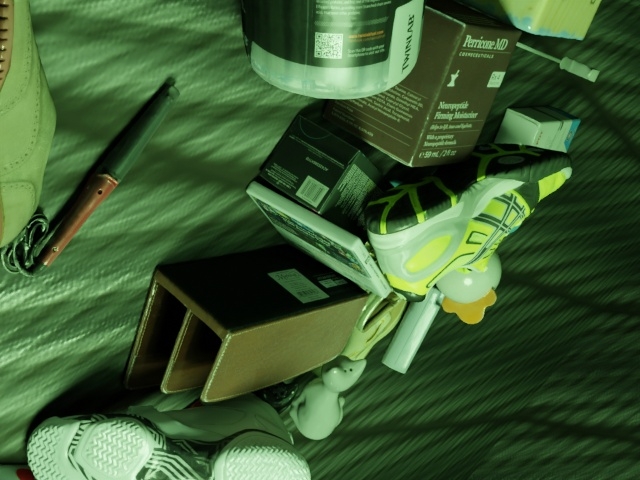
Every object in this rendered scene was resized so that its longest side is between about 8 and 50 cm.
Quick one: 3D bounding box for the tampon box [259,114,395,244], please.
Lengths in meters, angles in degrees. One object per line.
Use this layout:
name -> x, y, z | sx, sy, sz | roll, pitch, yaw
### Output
tampon box -> 0.015, -0.080, 1.246 | 0.101, 0.120, 0.161 | -56, 150, -2

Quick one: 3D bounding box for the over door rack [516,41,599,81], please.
over door rack -> 0.277, -0.227, 1.462 | 0.324, 0.108, 0.240 | 11, 112, -36

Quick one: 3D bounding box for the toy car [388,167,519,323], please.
toy car -> 0.222, 0.024, 1.477 | 0.219, 0.210, 0.238 | 19, 64, -50

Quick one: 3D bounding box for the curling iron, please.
curling iron -> -0.247, -0.068, 0.970 | 0.274, 0.035, 0.068 | -48, 149, -12

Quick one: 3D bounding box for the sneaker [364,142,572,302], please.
sneaker -> 0.222, -0.040, 1.299 | 0.384, 0.145, 0.147 | -24, 116, -29

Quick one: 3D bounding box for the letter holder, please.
letter holder -> -0.107, 0.146, 1.268 | 0.301, 0.152, 0.214 | -10, 129, -51

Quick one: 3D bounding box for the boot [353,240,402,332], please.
boot -> 0.078, 0.024, 1.391 | 0.213, 0.165, 0.077 | -51, 150, -4

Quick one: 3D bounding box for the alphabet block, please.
alphabet block -> 0.308, -0.419, 1.268 | 0.193, 0.192, 0.197 | -13, 131, -52

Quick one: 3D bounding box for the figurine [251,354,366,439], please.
figurine -> -0.037, 0.267, 1.448 | 0.214, 0.092, 0.209 | -15, 151, -30

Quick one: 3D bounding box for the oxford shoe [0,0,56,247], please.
oxford shoe -> -0.299, -0.146, 0.776 | 0.130, 0.123, 0.348 | -51, 161, -58

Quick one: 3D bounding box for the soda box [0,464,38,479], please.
soda box -> -0.374, 0.343, 1.159 | 0.074, 0.069, 0.216 | -58, 151, 4

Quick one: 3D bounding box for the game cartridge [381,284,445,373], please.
game cartridge -> 0.187, 0.138, 1.671 | 0.294, 0.060, 0.196 | -40, 153, -73

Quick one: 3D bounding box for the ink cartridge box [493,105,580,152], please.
ink cartridge box -> 0.423, -0.190, 1.758 | 0.190, 0.082, 0.140 | -11, 128, -49

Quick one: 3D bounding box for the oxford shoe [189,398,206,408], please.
oxford shoe -> -0.231, 0.351, 1.347 | 0.271, 0.097, 0.098 | -32, 149, -34

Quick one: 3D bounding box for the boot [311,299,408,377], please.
boot -> 0.044, 0.122, 1.516 | 0.262, 0.095, 0.203 | -52, 150, 4

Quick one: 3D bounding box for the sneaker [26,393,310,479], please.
sneaker -> -0.199, 0.284, 1.209 | 0.210, 0.365, 0.137 | -113, -149, -80

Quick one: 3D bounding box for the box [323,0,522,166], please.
box -> 0.140, -0.231, 1.231 | 0.168, 0.167, 0.203 | -11, 128, -50

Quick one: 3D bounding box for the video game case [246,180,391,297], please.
video game case -> 0.000, 0.000, 1.234 | 0.022, 0.190, 0.173 | -54, 150, -11

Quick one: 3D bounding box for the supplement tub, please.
supplement tub -> 0.017, -0.337, 0.915 | 0.207, 0.207, 0.338 | -34, 144, -33
